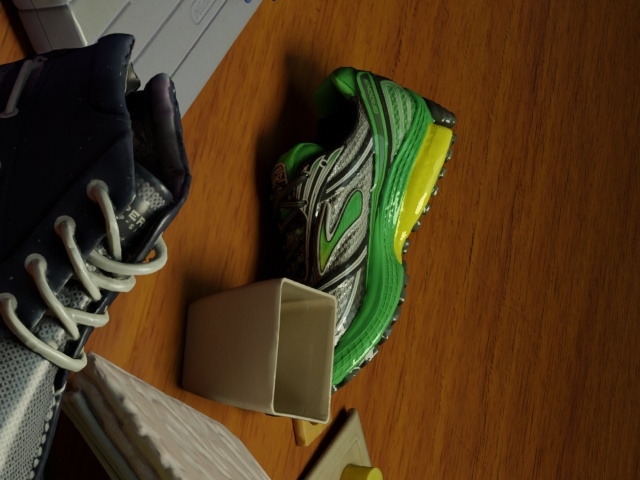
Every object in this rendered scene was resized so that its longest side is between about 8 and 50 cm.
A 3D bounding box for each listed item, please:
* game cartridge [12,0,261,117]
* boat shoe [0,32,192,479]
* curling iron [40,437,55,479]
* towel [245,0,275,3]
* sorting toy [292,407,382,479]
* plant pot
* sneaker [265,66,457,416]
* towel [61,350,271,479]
[{"bbox_3d":[-0.126,-0.240,1.185,0.230,0.068,0.355,67,33,-31],"label":"game cartridge"},{"bbox_3d":[-0.163,0.023,0.894,0.127,0.158,0.340,44,35,-51],"label":"boat shoe"},{"bbox_3d":[-0.185,0.209,1.062,0.068,0.035,0.274,-7,93,-27],"label":"curling iron"},{"bbox_3d":[-0.059,-0.387,1.237,0.243,0.040,0.336,55,39,-48],"label":"towel"},{"bbox_3d":[0.029,0.288,1.508,0.196,0.047,0.348,-54,136,-52],"label":"sorting toy"},{"bbox_3d":[-0.054,0.092,1.279,0.109,0.096,0.109,24,69,-63],"label":"plant pot"},{"bbox_3d":[0.000,0.000,1.406,0.146,0.134,0.343,28,66,-21],"label":"sneaker"},{"bbox_3d":[-0.033,0.245,1.100,0.332,0.053,0.317,50,2,25],"label":"towel"}]
